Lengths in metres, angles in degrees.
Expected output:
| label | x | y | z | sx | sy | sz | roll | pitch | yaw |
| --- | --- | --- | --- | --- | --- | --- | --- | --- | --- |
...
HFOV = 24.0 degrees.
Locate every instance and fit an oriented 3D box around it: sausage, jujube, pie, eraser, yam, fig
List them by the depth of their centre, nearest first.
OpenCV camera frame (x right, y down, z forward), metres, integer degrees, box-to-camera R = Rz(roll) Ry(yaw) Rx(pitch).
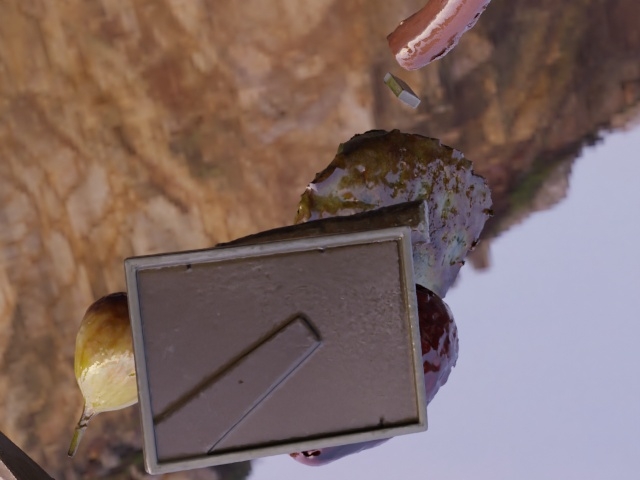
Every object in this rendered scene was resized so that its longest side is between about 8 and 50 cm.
| label | x | y | z | sx | sy | sz | roll | pitch | yaw |
| --- | --- | --- | --- | --- | --- | --- | --- | --- | --- |
| yam | 0.000 | 0.000 | 1.850 | 0.274 | 0.061 | 0.061 | -10 | -160 | 4 |
| sausage | 0.186 | -0.317 | 1.875 | 0.078 | 0.078 | 0.304 | -37 | 172 | -49 |
| jujube | 0.055 | 0.171 | 1.990 | 0.290 | 0.197 | 0.197 | -36 | -152 | -23 |
| pie | 0.096 | -0.021 | 2.201 | 0.355 | 0.288 | 0.103 | 4 | -168 | -38 |
| fig | -0.311 | 0.207 | 2.242 | 0.159 | 0.159 | 0.257 | 22 | -98 | 57 |
| eraser | 0.128 | -0.238 | 2.374 | 0.038 | 0.019 | 0.083 | 25 | -162 | -27 |

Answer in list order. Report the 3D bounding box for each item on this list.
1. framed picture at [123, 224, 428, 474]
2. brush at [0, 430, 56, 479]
| label | x | y | z | sx | sy | sz | roll | pitch | yaw |
| --- | --- | --- | --- | --- | --- | --- | --- | --- | --- |
| framed picture | -0.044 | 0.116 | 1.641 | 0.324 | 0.240 | 0.020 | -8 | -174 | -15 |
| brush | -0.355 | 0.148 | 1.489 | 0.065 | 0.327 | 0.070 | -39 | -172 | 12 |
